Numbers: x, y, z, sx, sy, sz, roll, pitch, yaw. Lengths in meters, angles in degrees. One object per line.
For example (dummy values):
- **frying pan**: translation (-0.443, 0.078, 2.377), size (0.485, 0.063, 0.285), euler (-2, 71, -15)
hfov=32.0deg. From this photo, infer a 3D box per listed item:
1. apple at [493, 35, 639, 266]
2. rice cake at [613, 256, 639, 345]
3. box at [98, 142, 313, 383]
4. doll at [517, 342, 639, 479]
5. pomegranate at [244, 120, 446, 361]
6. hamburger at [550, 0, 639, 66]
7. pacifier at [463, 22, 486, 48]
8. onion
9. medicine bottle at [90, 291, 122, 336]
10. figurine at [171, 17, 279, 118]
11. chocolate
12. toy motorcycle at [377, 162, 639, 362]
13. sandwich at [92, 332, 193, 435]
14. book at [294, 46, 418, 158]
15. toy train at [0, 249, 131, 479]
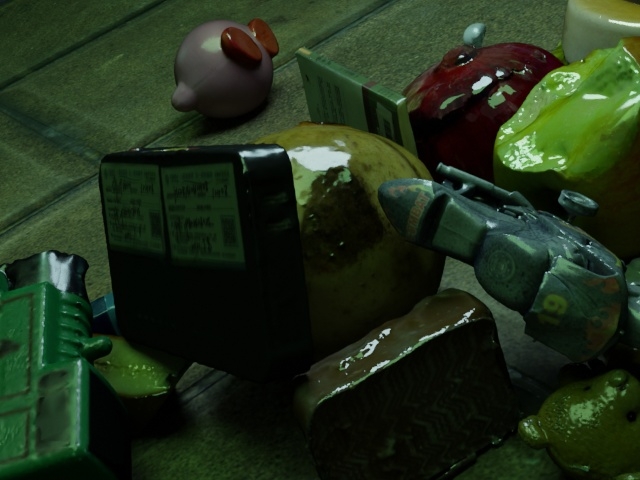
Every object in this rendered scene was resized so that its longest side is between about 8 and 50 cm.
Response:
- **apple**: translation (0.300, -0.089, 1.174), size (0.226, 0.246, 0.246), euler (-31, 32, -18)
- **rice cake**: translation (0.428, 0.010, 1.107), size (0.365, 0.073, 0.056), euler (-22, 30, -2)
- **box**: translation (-0.123, 0.012, 1.095), size (0.058, 0.211, 0.350), euler (-10, 9, -30)
- **doll**: translation (0.270, 0.132, 0.987), size (0.137, 0.097, 0.209), euler (20, 40, 27)
- **pomegranate**: translation (0.000, 0.000, 1.192), size (0.281, 0.281, 0.281), euler (-15, 30, 9)
- **hamburger**: translation (0.445, -0.251, 1.427), size (0.302, 0.170, 0.302), euler (-9, 32, 6)
- **pacifier**: translation (0.241, -0.258, 1.622), size (0.150, 0.117, 0.127), euler (-21, 4, 6)
- **onion**: translation (0.201, -0.152, 1.393), size (0.246, 0.190, 0.246), euler (-24, 26, 12)
- **medicine bottle**: translation (-0.235, 0.057, 1.434), size (0.124, 0.079, 0.258), euler (-15, 30, 10)
- **figurine**: translation (-0.162, -0.283, 1.857), size (0.173, 0.173, 0.173), euler (-15, 30, 9)
- **chocolate**: translation (0.072, 0.149, 1.033), size (0.214, 0.148, 0.093), euler (-26, 25, -12)
- **toy motorcycle**: translation (0.199, 0.020, 1.016), size (0.173, 0.108, 0.307), euler (-4, 31, -48)
- **sandwich**: translation (-0.238, 0.162, 1.264), size (0.244, 0.088, 0.090), euler (4, 47, 31)
- **book**: translation (0.052, -0.127, 1.439), size (0.026, 0.201, 0.289), euler (-24, 31, -16)
- **toy train**: translation (-0.323, 0.154, 1.144), size (0.249, 0.178, 0.429), euler (-16, 50, 8)
